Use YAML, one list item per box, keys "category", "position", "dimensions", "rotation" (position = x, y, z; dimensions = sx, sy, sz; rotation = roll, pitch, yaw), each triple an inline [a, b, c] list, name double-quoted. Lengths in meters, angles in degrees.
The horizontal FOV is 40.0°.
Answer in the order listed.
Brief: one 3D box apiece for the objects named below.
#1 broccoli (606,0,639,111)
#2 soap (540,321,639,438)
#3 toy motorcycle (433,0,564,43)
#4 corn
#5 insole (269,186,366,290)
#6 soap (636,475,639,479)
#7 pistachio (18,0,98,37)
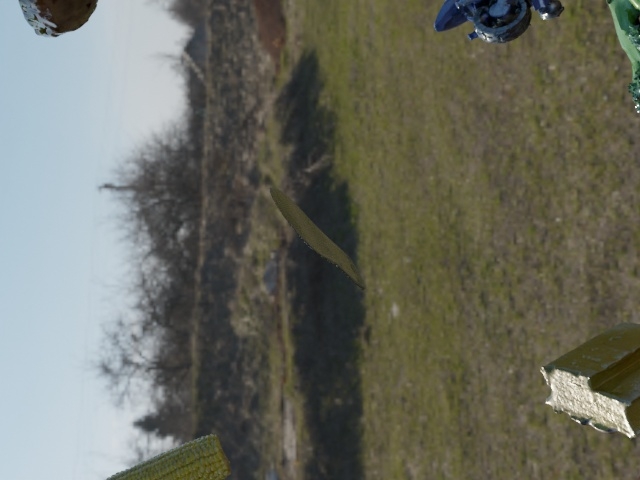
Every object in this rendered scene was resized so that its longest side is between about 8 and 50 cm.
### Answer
- category: "broccoli"
  position: [0.572, -0.321, 1.316]
  dimensions: [0.275, 0.308, 0.308]
  rotation: [46, 169, 5]
- category: "soap"
  position: [0.683, 0.308, 1.966]
  dimensions: [0.259, 0.281, 0.143]
  rotation: [16, 122, 54]
- category: "toy motorcycle"
  position: [0.219, -0.300, 0.978]
  dimensions: [0.205, 0.114, 0.076]
  rotation: [-53, -41, -15]
- category: "corn"
  position: [-0.256, 0.377, 1.363]
  dimensions: [0.081, 0.248, 0.081]
  rotation: [-25, -90, -89]
- category: "insole"
  position: [0.000, 0.000, 1.322]
  dimensions: [0.322, 0.007, 0.109]
  rotation: [42, -161, -56]
- category: "soap"
  position: [0.287, 0.328, 0.785]
  dimensions: [0.325, 0.127, 0.220]
  rotation: [-29, -26, -51]
- category: "pistachio"
  position: [-0.227, -0.241, 0.777]
  dimensions: [0.090, 0.049, 0.173]
  rotation: [-59, -8, -23]
